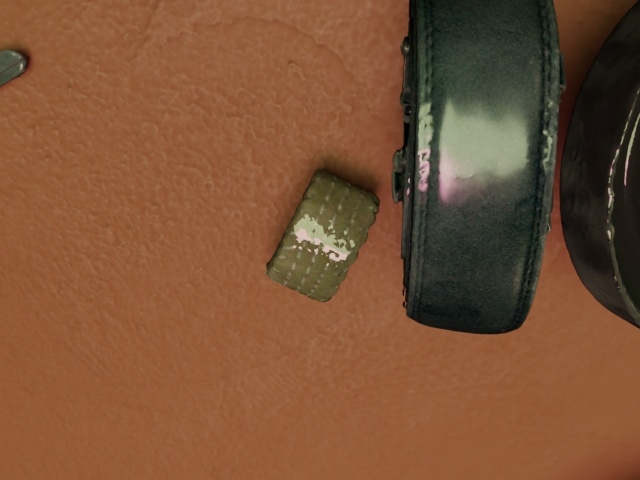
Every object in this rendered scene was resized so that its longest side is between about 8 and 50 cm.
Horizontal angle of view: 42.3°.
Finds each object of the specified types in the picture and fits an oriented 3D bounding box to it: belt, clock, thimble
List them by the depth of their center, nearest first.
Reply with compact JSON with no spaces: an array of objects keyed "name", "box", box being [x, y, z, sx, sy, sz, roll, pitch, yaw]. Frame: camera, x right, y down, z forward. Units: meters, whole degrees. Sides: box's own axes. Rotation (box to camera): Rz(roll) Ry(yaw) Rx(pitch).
[{"name":"clock","box":[0.286,-0.060,0.578,0.280,0.055,0.281,-9,110,-25]},{"name":"belt","box":[0.109,-0.056,0.585,0.116,0.206,0.268,1,112,5]},{"name":"thimble","box":[0.000,0.000,0.681,0.062,0.084,0.110,27,122,-2]}]

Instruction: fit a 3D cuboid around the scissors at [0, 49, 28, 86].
[{"name":"scissors","box":[-0.447,-0.073,0.728,0.447,0.029,0.193,-21,106,13]}]
